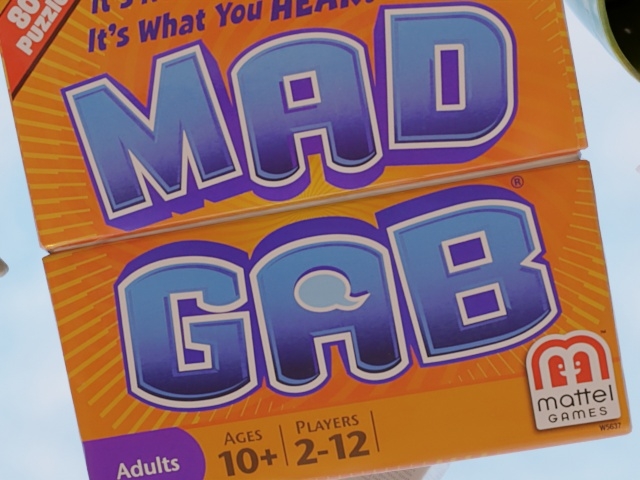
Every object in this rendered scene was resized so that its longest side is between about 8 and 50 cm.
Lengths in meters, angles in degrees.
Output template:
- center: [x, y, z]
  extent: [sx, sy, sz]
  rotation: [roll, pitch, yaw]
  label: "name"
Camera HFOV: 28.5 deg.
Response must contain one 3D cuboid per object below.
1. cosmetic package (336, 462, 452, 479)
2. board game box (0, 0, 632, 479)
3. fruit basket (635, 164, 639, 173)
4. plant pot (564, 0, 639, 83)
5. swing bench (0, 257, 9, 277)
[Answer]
- center: [0.027, 0.285, 1.317]
  extent: [0.117, 0.085, 0.231]
  rotation: [33, -97, 23]
  label: "cosmetic package"
- center: [0.010, -0.040, 0.959]
  extent: [0.356, 0.356, 0.356]
  rotation: [-10, -85, 7]
  label: "board game box"
- center: [0.600, -0.153, 1.585]
  extent: [0.353, 0.327, 0.165]
  rotation: [-37, -128, 25]
  label: "fruit basket"
- center: [0.478, -0.415, 1.781]
  extent: [0.366, 0.366, 0.353]
  rotation: [-25, -154, -6]
  label: "plant pot"
- center: [-0.453, -0.029, 1.211]
  extent: [0.165, 0.253, 0.255]
  rotation: [-26, -83, 4]
  label: "swing bench"
